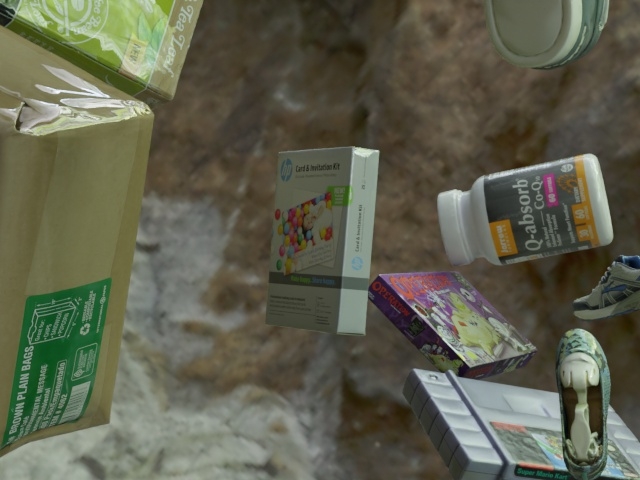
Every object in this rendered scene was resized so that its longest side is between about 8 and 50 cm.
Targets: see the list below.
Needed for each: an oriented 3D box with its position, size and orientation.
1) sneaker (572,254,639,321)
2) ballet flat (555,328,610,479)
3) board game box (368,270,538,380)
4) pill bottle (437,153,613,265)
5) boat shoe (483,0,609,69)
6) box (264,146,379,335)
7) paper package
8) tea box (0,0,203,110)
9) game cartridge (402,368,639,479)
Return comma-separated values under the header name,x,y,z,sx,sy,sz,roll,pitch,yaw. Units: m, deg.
name,x,y,z,sx,sy,sz,roll,pitch,yaw
sneaker,0.302,0.043,1.283,0.135,0.052,0.058,-22,-100,49
ballet flat,0.321,0.197,1.580,0.070,0.070,0.188,-19,-111,44
board game box,0.221,0.136,2.116,0.208,0.347,0.056,41,-73,20
pill bottle,0.350,-0.045,2.221,0.278,0.162,0.162,-12,-141,15
boat shoe,0.193,-0.304,1.093,0.116,0.099,0.320,0,-87,38
box,0.000,0.000,1.332,0.145,0.038,0.186,3,-94,58
paper package,-0.316,-0.014,1.149,0.309,0.168,0.325,29,-63,34
tea box,-0.311,-0.346,1.522,0.220,0.323,0.329,-15,-124,53
game cartridge,0.314,0.284,1.853,0.068,0.355,0.230,-70,-154,18
